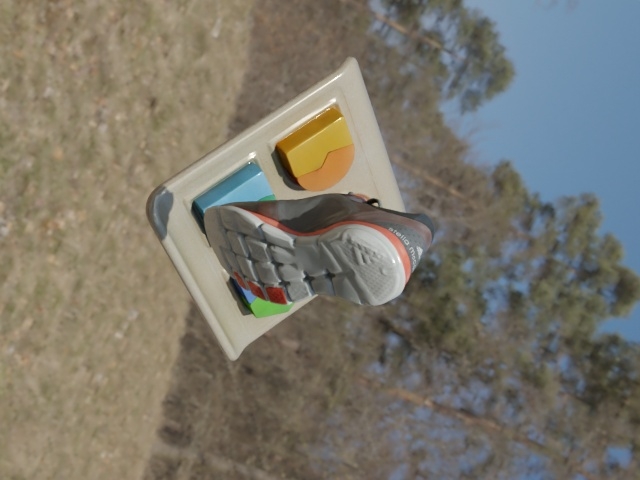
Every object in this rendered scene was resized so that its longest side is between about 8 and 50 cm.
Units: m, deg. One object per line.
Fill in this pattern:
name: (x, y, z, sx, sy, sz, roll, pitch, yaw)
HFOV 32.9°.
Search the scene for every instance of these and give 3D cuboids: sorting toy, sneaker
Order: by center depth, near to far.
sneaker: (0.000, 0.000, 0.638, 0.158, 0.061, 0.065, 11, -144, 39)
sorting toy: (-0.021, -0.018, 0.868, 0.208, 0.193, 0.038, -38, -134, -15)
